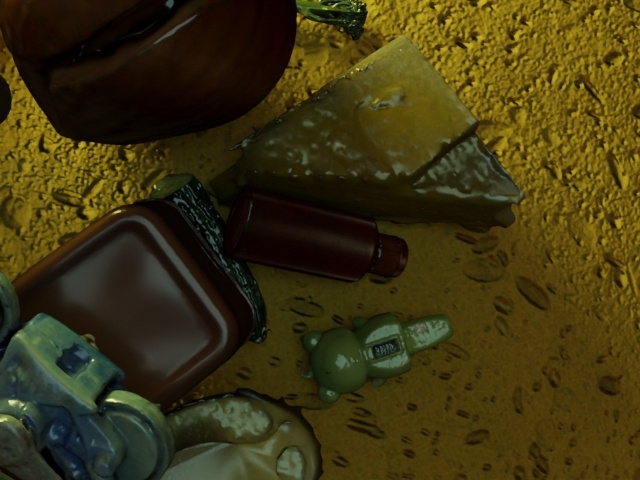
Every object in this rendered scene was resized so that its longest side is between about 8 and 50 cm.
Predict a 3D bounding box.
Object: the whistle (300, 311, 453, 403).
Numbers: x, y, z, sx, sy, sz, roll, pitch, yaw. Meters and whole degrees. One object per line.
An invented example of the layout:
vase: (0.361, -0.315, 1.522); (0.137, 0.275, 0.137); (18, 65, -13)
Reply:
whistle: (0.078, 0.151, 1.461); (0.227, 0.085, 0.105); (-18, 88, -12)

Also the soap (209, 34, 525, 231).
soap: (0.066, -0.065, 1.442); (0.338, 0.169, 0.304); (-35, 82, -13)

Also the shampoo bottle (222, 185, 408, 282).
shampoo bottle: (0.000, 0.000, 1.436); (0.260, 0.064, 0.102); (12, 102, -28)

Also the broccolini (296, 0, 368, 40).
broccolini: (-0.037, -0.349, 1.514); (0.216, 0.067, 0.058); (15, 78, -1)

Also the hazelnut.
hazelnut: (-0.212, -0.287, 1.286); (0.359, 0.409, 0.359); (1, 93, 23)

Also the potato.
potato: (-0.136, 0.301, 1.332); (0.285, 0.242, 0.242); (-42, 93, -6)

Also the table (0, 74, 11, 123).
table: (-0.458, -0.257, 1.249); (0.167, 0.167, 0.227); (-3, 61, -13)

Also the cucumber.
cucumber: (-0.145, 0.022, 1.436); (0.077, 0.077, 0.265); (-32, 93, -14)

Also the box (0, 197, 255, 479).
box: (-0.271, 0.121, 1.282); (0.339, 0.229, 0.239); (-37, 92, -2)

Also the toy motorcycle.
toy motorcycle: (-0.316, 0.189, 1.075); (0.319, 0.182, 0.241); (43, 89, -4)
